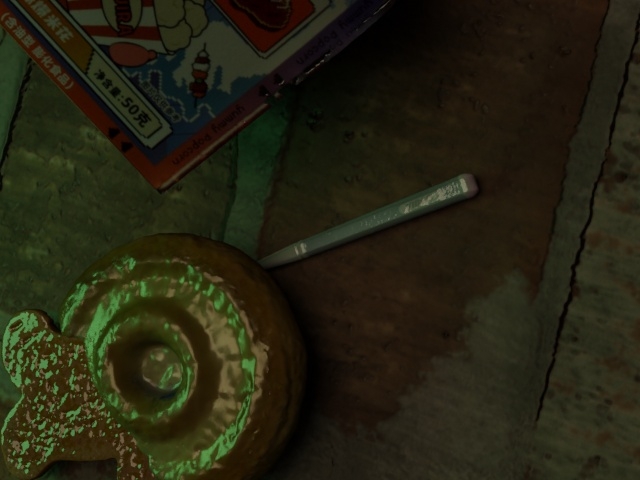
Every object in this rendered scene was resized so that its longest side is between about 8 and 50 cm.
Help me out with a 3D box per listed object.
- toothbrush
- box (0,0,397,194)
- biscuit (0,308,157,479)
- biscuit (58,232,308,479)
[{"bbox_3d":[0.001,0.000,1.691,0.342,0.030,0.025,-20,81,20],"label":"toothbrush"},{"bbox_3d":[-0.141,-0.300,1.583,0.318,0.257,0.349,-36,108,16],"label":"box"},{"bbox_3d":[-0.187,0.174,1.750,0.324,0.049,0.205,-1,85,23],"label":"biscuit"},{"bbox_3d":[-0.127,0.107,1.660,0.213,0.091,0.274,-45,69,15],"label":"biscuit"}]
